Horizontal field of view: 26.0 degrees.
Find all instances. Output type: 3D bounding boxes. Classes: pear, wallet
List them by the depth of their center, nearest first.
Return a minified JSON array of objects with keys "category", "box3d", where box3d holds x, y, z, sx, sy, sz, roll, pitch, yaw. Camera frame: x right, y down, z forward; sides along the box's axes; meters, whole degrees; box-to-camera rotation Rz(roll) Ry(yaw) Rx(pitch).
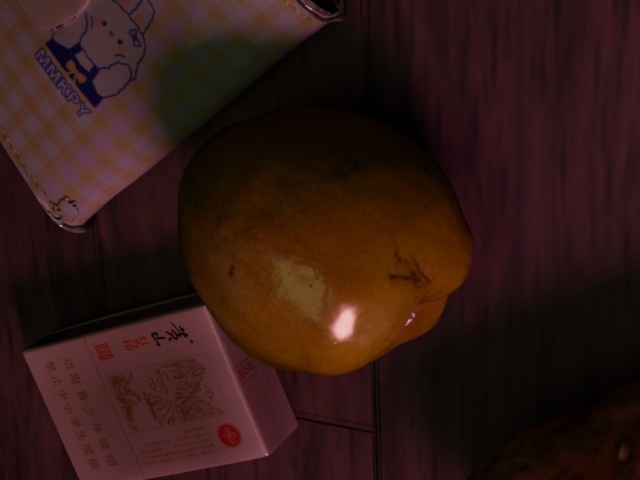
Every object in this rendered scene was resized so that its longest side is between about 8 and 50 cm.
[{"category":"pear","box3d":[0.000,0.000,0.952,0.200,0.200,0.200,10,114,24]},{"category":"wallet","box3d":[-0.150,-0.167,1.034,0.310,0.077,0.223,-34,96,34]}]

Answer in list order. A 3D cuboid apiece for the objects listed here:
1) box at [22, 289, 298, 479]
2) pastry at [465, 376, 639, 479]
[{"category":"box","box3d":[-0.134,0.122,1.143,0.201,0.058,0.141,-17,101,32]},{"category":"pastry","box3d":[0.236,0.219,0.907,0.311,0.162,0.255,-24,58,29]}]
